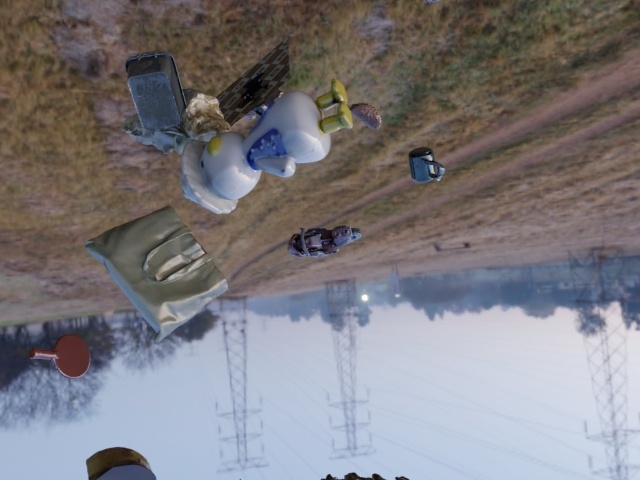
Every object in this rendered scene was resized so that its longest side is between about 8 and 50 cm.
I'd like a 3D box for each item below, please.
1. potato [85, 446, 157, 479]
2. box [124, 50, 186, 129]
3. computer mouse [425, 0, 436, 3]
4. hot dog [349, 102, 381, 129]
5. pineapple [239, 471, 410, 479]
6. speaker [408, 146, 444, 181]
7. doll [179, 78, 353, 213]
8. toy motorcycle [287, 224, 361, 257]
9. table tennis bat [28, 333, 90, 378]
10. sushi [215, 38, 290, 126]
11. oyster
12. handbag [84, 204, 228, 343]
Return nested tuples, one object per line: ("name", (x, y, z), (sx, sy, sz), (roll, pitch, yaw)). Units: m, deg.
("potato", (-0.248, 0.293, 0.757), (0.066, 0.096, 0.103), (-33, -153, -20))
("box", (-0.280, -0.249, 1.019), (0.084, 0.122, 0.069), (-10, -140, -1))
("computer mouse", (0.234, -0.493, 1.038), (0.077, 0.146, 0.242), (24, -129, 35))
("hot dog", (0.107, -0.295, 1.412), (0.083, 0.035, 0.058), (33, 168, -14))
("pineapple", (0.002, 0.358, 0.691), (0.362, 0.202, 0.202), (-9, 173, 44))
("speaker", (0.242, -0.170, 1.393), (0.060, 0.075, 0.094), (-17, -156, -7))
("doll", (-0.088, -0.128, 0.846), (0.293, 0.138, 0.119), (-24, 147, 27))
("toy motorcycle", (0.000, -0.001, 1.623), (0.213, 0.082, 0.122), (-17, 169, 22))
("table tennis bat", (-0.551, 0.246, 1.285), (0.019, 0.098, 0.155), (-17, 160, 23))
("sushi", (-0.156, -0.339, 1.423), (0.264, 0.290, 0.050), (-35, 121, 17))
("oyster", (-0.264, -0.218, 1.172), (0.166, 0.110, 0.341), (34, 161, -29))
("handbag", (-0.423, 0.073, 1.588), (0.253, 0.316, 0.109), (-36, 179, -26))
